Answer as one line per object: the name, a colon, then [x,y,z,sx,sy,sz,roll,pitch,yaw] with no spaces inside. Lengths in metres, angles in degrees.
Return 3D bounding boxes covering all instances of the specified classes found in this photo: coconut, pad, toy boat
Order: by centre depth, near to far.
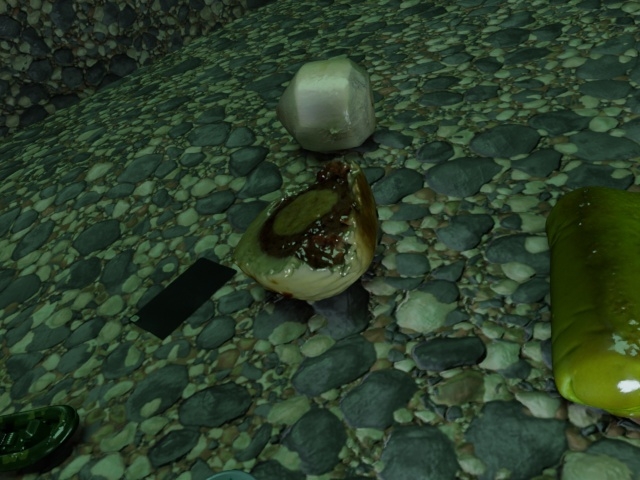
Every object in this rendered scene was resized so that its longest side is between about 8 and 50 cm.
toy boat: [-0.456,0.297,0.825,0.210,0.052,0.104,-14,34,8]
pad: [-0.256,0.102,1.035,0.116,0.004,0.193,17,48,38]
coconut: [0.011,-0.308,1.290,0.234,0.224,0.224,-11,37,8]

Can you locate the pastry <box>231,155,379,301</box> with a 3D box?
pastry: [-0.006,0.007,0.923,0.237,0.170,0.256,-24,36,28]

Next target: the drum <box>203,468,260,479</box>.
drum: [-0.173,0.332,0.657,0.253,0.049,0.130,-6,38,17]

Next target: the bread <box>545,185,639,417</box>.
bread: [0.388,0.050,0.725,0.166,0.112,0.383,-2,39,22]
